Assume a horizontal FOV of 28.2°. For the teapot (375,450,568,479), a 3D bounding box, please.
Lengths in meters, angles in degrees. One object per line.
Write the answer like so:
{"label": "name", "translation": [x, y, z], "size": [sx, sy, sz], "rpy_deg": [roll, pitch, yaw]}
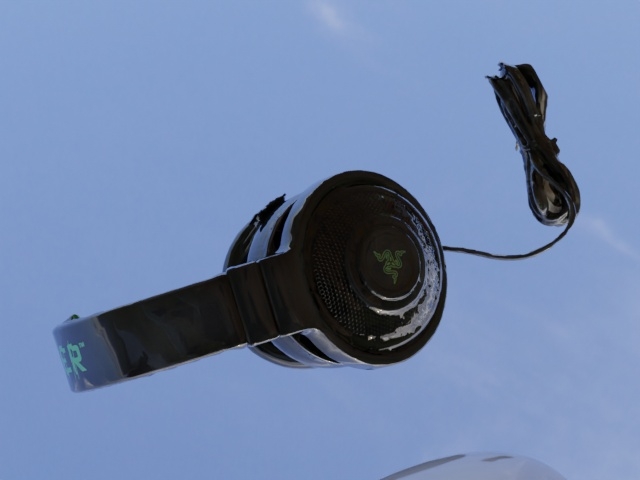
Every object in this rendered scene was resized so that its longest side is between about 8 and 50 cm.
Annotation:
{"label": "teapot", "translation": [0.029, 0.200, 0.382], "size": [0.187, 0.252, 0.256], "rpy_deg": [-29, -85, 16]}

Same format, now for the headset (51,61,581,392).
{"label": "headset", "translation": [0.000, 0.000, 0.908], "size": [0.394, 0.243, 0.185], "rpy_deg": [-16, -91, -13]}
